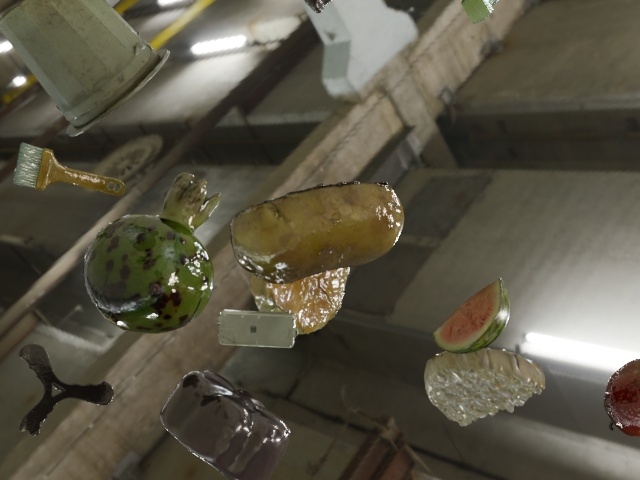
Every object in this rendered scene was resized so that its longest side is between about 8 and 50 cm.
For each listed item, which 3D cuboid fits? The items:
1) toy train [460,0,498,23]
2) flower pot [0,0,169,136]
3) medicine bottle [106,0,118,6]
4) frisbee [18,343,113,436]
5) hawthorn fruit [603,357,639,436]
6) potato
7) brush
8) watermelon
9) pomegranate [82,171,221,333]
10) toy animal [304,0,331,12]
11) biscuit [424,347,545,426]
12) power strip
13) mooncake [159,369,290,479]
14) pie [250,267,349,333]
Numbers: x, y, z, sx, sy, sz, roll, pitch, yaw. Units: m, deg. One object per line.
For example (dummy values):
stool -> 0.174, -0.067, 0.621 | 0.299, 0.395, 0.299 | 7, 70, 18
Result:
toy train -> 0.271, -0.429, 1.409 | 0.050, 0.081, 0.122 | -24, -161, 35
flower pot -> -0.375, -0.306, 1.274 | 0.212, 0.203, 0.212 | -31, -157, 14
medicine bottle -> -0.375, -0.540, 1.447 | 0.324, 0.179, 0.124 | -32, -173, 25
frisbee -> -0.540, 0.309, 1.626 | 0.012, 0.211, 0.187 | -53, -176, 44
hawthorn fruit -> 0.627, 0.318, 1.591 | 0.194, 0.156, 0.157 | -50, -164, 39
potato -> 0.000, 0.000, 0.928 | 0.200, 0.164, 0.081 | -13, -109, -4
brush -> -0.488, -0.127, 1.605 | 0.010, 0.218, 0.083 | 21, -83, 57
watermelon -> 0.281, 0.153, 1.423 | 0.163, 0.069, 0.087 | -43, -145, 22
pomegranate -> -0.283, 0.034, 1.501 | 0.306, 0.242, 0.242 | -39, -149, -3
toy animal -> -0.002, -0.366, 0.861 | 0.168, 0.106, 0.343 | -39, 168, -4
biscuit -> 0.304, 0.276, 1.627 | 0.281, 0.179, 0.084 | -40, -158, 52
power strip -> -0.148, 0.208, 1.909 | 0.191, 0.082, 0.035 | 3, -172, -5
mooncake -> -0.169, 0.336, 1.461 | 0.133, 0.245, 0.245 | -56, -147, -2
pie -> -0.043, 0.073, 2.033 | 0.083, 0.340, 0.339 | 11, -128, 44
